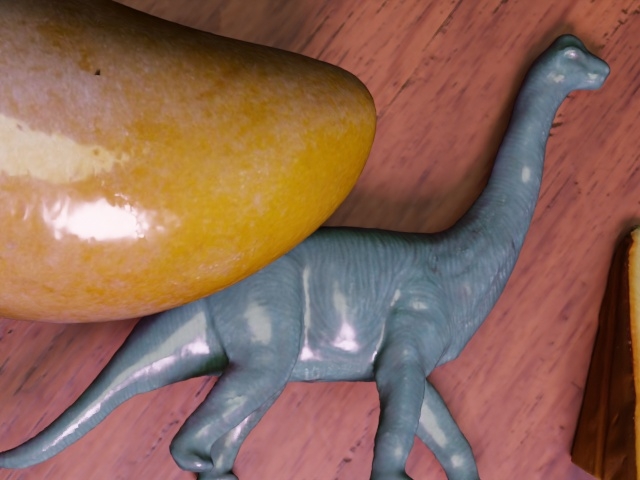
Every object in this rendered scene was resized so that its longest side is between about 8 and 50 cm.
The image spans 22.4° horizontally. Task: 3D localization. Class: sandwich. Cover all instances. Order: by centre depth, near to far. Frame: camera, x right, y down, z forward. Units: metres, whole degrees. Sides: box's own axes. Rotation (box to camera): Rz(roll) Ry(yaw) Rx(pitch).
[{"bbox_3d":[0.253,0.087,1.062,0.117,0.144,0.187,15,85,-11],"label":"sandwich"}]

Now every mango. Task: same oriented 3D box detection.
[{"bbox_3d":[-0.154,-0.056,0.960,0.384,0.221,0.198,-1,114,-14],"label":"mango"}]

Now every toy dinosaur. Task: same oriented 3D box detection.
[{"bbox_3d":[0.000,0.000,1.057,0.384,0.129,0.330,6,75,-8],"label":"toy dinosaur"}]
